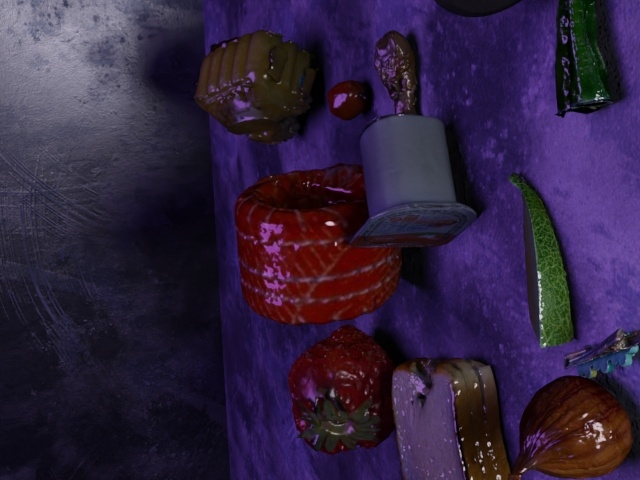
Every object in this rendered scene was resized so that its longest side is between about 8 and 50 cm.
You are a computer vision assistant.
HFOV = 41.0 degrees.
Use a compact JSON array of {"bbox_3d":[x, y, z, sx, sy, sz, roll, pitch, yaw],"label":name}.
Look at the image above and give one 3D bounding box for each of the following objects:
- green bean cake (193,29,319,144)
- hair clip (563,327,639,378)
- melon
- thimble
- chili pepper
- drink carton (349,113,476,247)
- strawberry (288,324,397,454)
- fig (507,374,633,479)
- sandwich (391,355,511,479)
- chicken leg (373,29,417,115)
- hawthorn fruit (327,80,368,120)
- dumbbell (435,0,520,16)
[{"bbox_3d":[-0.130,-0.350,2.098,0.310,0.285,0.202,-8,64,49],"label":"green bean cake"},{"bbox_3d":[0.362,0.146,1.092,0.173,0.049,0.049,118,141,-69],"label":"hair clip"},{"bbox_3d":[0.310,0.024,1.226,0.114,0.053,0.261,82,-179,-78],"label":"melon"},{"bbox_3d":[0.000,0.000,1.668,0.350,0.350,0.230,-138,40,-63],"label":"thimble"},{"bbox_3d":[0.313,-0.270,1.058,0.088,0.059,0.226,167,97,-76],"label":"chili pepper"},{"bbox_3d":[0.154,-0.101,1.445,0.191,0.186,0.189,125,146,-66],"label":"drink carton"},{"bbox_3d":[0.055,0.299,1.806,0.276,0.258,0.257,-85,2,-52],"label":"strawberry"},{"bbox_3d":[0.293,0.268,1.102,0.133,0.201,0.146,55,164,17],"label":"fig"},{"bbox_3d":[0.219,0.328,1.506,0.273,0.095,0.248,159,103,-70],"label":"sandwich"},{"bbox_3d":[0.145,-0.280,1.558,0.085,0.069,0.197,-12,92,48],"label":"chicken leg"},{"bbox_3d":[0.064,-0.295,1.778,0.093,0.081,0.081,-18,78,42],"label":"hawthorn fruit"},{"bbox_3d":[0.171,-0.465,1.175,0.322,0.204,0.203,-115,26,-44],"label":"dumbbell"}]
